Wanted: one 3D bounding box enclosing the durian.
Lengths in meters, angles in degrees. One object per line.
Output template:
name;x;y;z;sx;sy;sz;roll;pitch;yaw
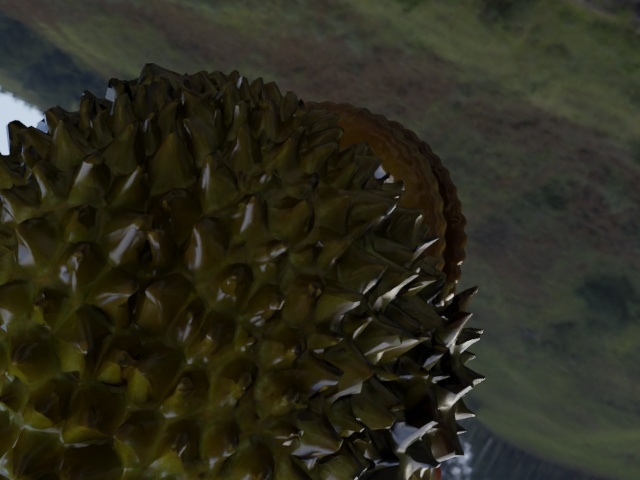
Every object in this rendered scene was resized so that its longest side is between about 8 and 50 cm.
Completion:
durian;-0.058;0.061;0.453;0.258;0.258;0.293;31;-134;16

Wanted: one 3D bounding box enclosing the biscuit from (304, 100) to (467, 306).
biscuit;0.000;0.000;0.799;0.220;0.220;0.066;33;-172;23

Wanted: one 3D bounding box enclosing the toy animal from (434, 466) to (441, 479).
toy animal;0.013;0.189;0.672;0.171;0.171;0.198;14;-136;-34
